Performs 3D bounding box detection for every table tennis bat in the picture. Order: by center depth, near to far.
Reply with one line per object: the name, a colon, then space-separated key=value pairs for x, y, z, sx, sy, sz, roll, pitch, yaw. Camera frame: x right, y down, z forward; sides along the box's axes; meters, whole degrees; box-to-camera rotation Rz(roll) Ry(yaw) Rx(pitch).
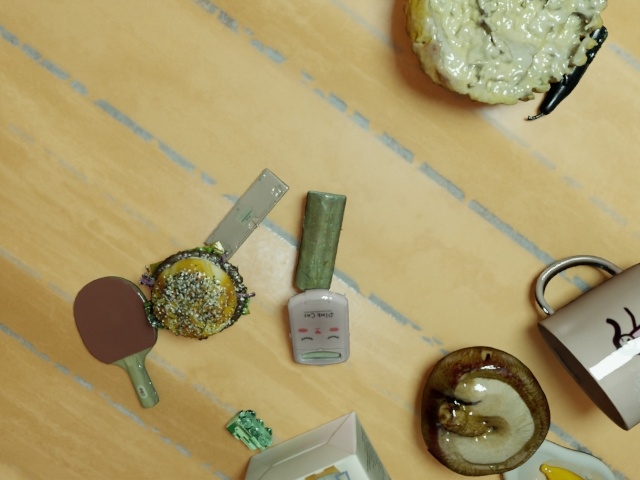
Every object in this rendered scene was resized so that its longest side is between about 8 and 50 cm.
table tennis bat: x=-0.346 y=0.181 z=0.933 sx=0.138 sy=0.022 sz=0.246 roll=-19 pitch=97 yaw=7

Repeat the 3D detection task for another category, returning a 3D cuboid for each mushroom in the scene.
mushroom: x=0.265 y=0.273 z=0.872 sx=0.194 sy=0.138 sz=0.231 roll=9 pitch=112 yaw=-13

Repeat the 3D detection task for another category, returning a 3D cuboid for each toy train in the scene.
toy train: x=-0.124 y=0.342 z=0.944 sx=0.053 sy=0.033 sz=0.083 roll=-39 pitch=97 yaw=14

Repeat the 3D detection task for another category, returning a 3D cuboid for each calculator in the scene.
calculator: x=-0.002 y=0.148 z=0.876 sx=0.100 sy=0.032 sz=0.175 roll=-2 pitch=125 yaw=2

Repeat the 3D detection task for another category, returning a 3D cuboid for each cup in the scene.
cup: x=0.461 y=0.125 z=0.816 sx=0.200 sy=0.191 sz=0.253 roll=-37 pitch=64 yaw=5

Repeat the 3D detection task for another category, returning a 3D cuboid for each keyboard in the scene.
keyboard: x=-0.121 y=-0.041 z=0.882 sx=0.055 sy=0.017 sz=0.166 roll=41 pitch=100 yaw=0

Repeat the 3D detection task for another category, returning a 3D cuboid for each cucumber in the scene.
cucumber: x=0.378 y=-0.252 z=0.809 sx=0.043 sy=0.039 sz=0.163 roll=31 pitch=99 yaw=18

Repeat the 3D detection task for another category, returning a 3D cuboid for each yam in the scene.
yam: x=0.000 y=0.000 z=0.859 sx=0.068 sy=0.068 sz=0.169 roll=10 pitch=109 yaw=1

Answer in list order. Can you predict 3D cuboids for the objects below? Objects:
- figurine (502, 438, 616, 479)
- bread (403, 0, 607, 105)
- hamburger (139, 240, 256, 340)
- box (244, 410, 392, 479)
figurine: x=0.429 y=0.448 z=0.868 sx=0.250 sy=0.141 sz=0.166 roll=30 pitch=92 yaw=2
bread: x=0.246 y=-0.321 z=0.747 sx=0.274 sy=0.149 sz=0.274 roll=0 pitch=95 yaw=-1
hamburger: x=-0.209 y=0.094 z=0.866 sx=0.189 sy=0.093 sz=0.164 roll=-29 pitch=103 yaw=14
box: x=0.039 y=0.509 z=0.914 sx=0.225 sy=0.143 sz=0.341 roll=-26 pitch=100 yaw=7
